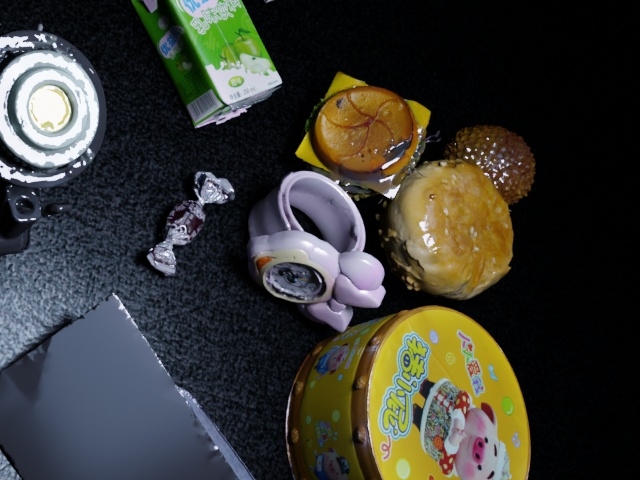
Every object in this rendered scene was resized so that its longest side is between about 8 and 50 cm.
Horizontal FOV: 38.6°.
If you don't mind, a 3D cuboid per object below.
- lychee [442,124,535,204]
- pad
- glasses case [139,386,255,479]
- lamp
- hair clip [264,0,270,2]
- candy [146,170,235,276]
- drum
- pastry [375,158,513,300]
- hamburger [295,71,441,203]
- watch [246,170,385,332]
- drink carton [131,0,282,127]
[{"bbox_3d":[0.370,-0.160,1.993,0.238,0.200,0.200,-10,82,-50],"label":"lychee"},{"bbox_3d":[-0.293,0.294,1.304,0.248,0.007,0.367,-37,102,-24],"label":"pad"},{"bbox_3d":[-0.183,0.346,1.395,0.109,0.067,0.282,-42,103,-34],"label":"glasses case"},{"bbox_3d":[-0.423,-0.184,1.224,0.205,0.272,0.374,-11,82,-45],"label":"lamp"},{"bbox_3d":[-0.053,-0.539,1.847,0.072,0.034,0.226,41,53,-25],"label":"hair clip"},{"bbox_3d":[-0.214,-0.032,1.512,0.094,0.051,0.226,51,48,-21],"label":"candy"},{"bbox_3d":[0.161,0.331,1.611,0.431,0.214,0.431,15,66,-37],"label":"drum"},{"bbox_3d":[0.241,-0.018,1.823,0.316,0.184,0.284,-4,84,-43],"label":"pastry"},{"bbox_3d":[0.086,-0.182,1.723,0.262,0.138,0.243,25,71,13],"label":"hamburger"},{"bbox_3d":[0.000,0.000,1.609,0.248,0.211,0.217,31,48,-20],"label":"watch"},{"bbox_3d":[-0.193,-0.349,1.602,0.161,0.108,0.271,-32,97,-44],"label":"drink carton"}]
